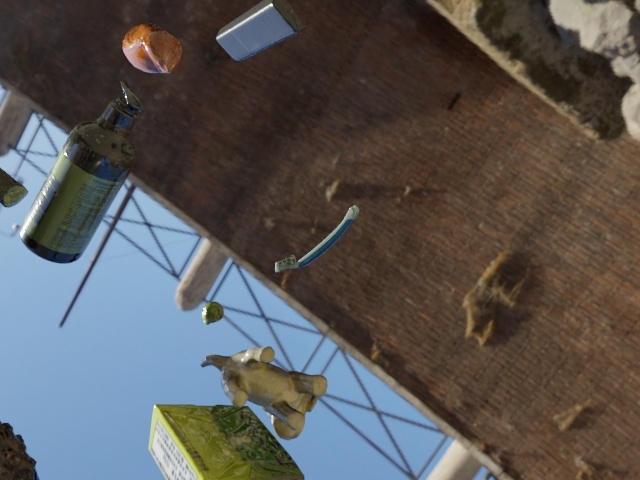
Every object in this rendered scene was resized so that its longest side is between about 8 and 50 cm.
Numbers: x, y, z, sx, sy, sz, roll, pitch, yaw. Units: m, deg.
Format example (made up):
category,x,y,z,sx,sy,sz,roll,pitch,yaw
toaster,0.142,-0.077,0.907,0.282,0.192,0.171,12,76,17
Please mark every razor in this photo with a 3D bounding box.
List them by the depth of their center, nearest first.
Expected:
category,x,y,z,sx,sy,sz,roll,pitch,yaw
razor,0.002,0.003,1.221,0.037,0.191,0.068,56,-153,6

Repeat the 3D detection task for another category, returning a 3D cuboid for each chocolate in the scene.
category,x,y,z,sx,sy,sz,roll,pitch,yaw
chocolate,-0.510,0.349,1.049,0.156,0.133,0.156,-4,172,-1
chocolate,-0.240,0.529,1.634,0.288,0.137,0.301,14,-165,-42

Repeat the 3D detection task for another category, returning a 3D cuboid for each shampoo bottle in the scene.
category,x,y,z,sx,sy,sz,roll,pitch,yaw
shampoo bottle,-0.344,-0.100,1.004,0.101,0.284,0.101,31,-160,-13

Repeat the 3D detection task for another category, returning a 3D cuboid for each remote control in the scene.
category,x,y,z,sx,sy,sz,roll,pitch,yaw
remote control,-0.092,-0.301,0.975,0.063,0.025,0.245,45,165,-21

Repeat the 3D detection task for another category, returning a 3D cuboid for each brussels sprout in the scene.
category,x,y,z,sx,sy,sz,roll,pitch,yaw
brussels sprout,-0.235,0.162,1.476,0.046,0.051,0.083,58,164,12

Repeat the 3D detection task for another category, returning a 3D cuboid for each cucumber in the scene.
category,x,y,z,sx,sy,sz,roll,pitch,yaw
cucumber,-0.658,-0.147,1.290,0.214,0.052,0.058,40,-164,3

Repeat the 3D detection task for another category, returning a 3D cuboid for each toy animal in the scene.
category,x,y,z,sx,sy,sz,roll,pitch,yaw
toy animal,-0.085,0.271,1.197,0.233,0.121,0.168,38,158,-31

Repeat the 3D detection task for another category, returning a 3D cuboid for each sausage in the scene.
category,x,y,z,sx,sy,sz,roll,pitch,yaw
sausage,-0.308,-0.354,1.249,0.089,0.089,0.179,20,-172,-42
